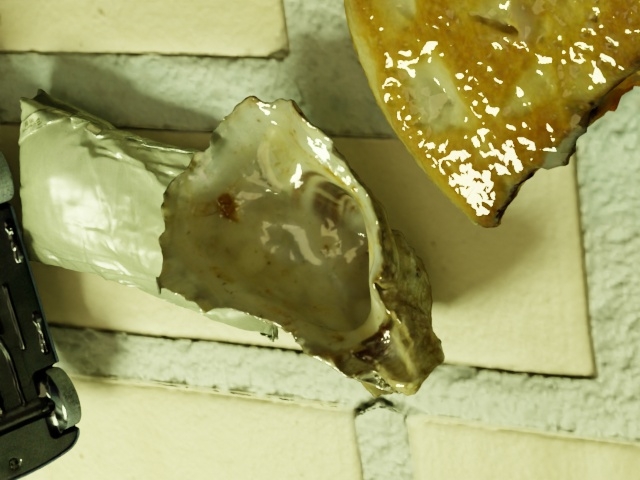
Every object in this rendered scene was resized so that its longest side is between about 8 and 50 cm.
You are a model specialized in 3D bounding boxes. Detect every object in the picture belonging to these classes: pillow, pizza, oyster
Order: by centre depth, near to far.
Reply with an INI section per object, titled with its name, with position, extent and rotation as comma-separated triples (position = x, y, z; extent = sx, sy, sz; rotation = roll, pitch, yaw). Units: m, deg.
[pizza]
position = 0.132, -0.196, 1.150
extent = 0.277, 0.114, 0.409
rotation = 6, 115, 28
[oyster]
position = -0.003, 0.016, 1.321
extent = 0.233, 0.107, 0.161
rotation = 44, 108, 8
[pillow]
position = -0.130, -0.018, 1.415
extent = 0.229, 0.050, 0.148
rotation = 19, 126, 21

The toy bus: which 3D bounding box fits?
[toy bus]
position = -0.295, 0.048, 1.480
extent = 0.133, 0.125, 0.292
rotation = 13, 121, 58
